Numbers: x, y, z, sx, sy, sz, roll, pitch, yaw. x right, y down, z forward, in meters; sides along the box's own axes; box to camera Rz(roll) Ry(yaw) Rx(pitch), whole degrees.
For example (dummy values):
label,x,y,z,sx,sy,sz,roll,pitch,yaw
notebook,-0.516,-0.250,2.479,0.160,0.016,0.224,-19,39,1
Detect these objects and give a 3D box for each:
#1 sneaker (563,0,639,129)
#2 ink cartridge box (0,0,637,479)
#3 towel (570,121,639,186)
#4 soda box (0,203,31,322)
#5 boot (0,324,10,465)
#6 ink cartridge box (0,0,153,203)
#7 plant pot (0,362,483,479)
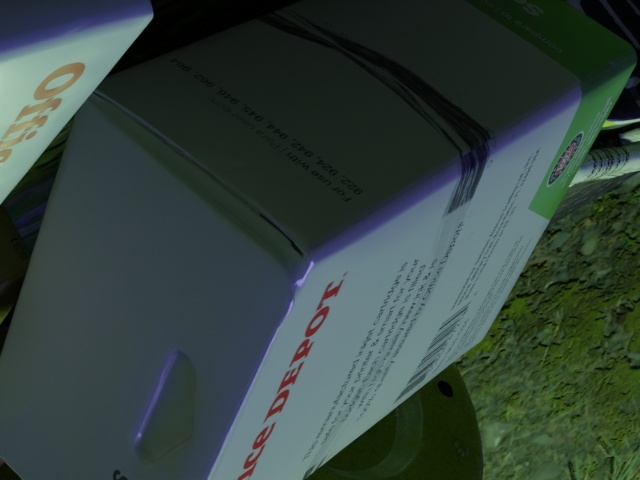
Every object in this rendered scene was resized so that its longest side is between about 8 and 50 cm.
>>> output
label,x,y,z,sx,sy,sz,roll,pitch,yaw
sneaker,0.193,-0.122,0.971,0.300,0.111,0.121,-21,171,-43
ink cartridge box,0.000,0.000,0.651,0.273,0.115,0.198,-31,152,-49
towel,0.080,-0.021,1.100,0.324,0.056,0.312,-16,175,-46
soda box,-0.184,0.030,0.648,0.058,0.061,0.181,-27,171,-32
boot,-0.220,0.129,0.723,0.236,0.089,0.269,9,-151,38
ink cartridge box,-0.160,-0.023,0.311,0.208,0.087,0.153,-25,171,-41
plant pot,-0.089,0.178,0.970,0.353,0.366,0.366,-45,166,36
